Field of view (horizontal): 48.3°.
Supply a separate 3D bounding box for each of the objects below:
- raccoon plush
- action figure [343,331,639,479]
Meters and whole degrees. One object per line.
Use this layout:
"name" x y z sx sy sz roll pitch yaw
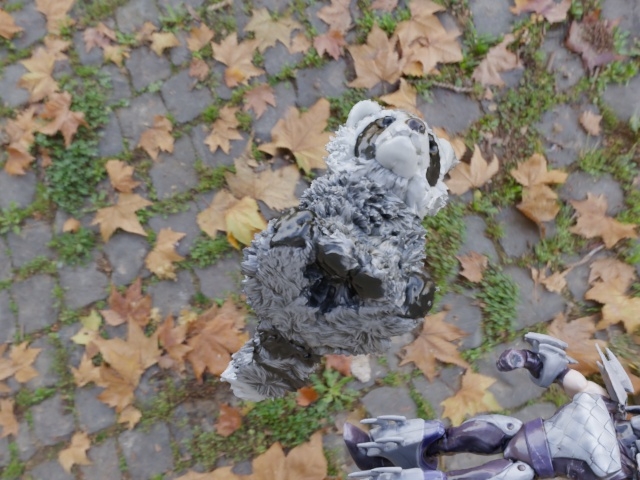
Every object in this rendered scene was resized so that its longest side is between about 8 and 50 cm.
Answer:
"raccoon plush" 0.000 0.000 0.975 0.216 0.299 0.446 40 135 -18
"action figure" 0.155 0.172 0.577 0.285 0.099 0.185 -17 36 19
